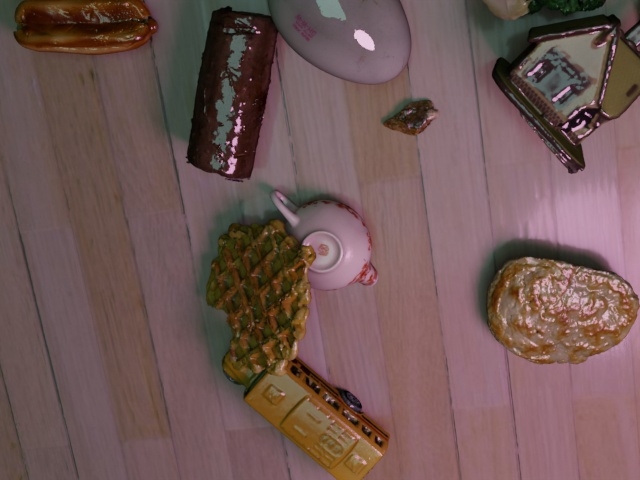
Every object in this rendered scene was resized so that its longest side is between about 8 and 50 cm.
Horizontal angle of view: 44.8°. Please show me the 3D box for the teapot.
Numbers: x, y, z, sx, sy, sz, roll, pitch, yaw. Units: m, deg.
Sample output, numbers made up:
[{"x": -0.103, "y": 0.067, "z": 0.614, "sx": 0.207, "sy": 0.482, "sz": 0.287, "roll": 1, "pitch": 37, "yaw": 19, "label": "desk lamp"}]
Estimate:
[{"x": 0.000, "y": 0.000, "z": 1.367, "sx": 0.159, "sy": 0.116, "sz": 0.245, "roll": -40, "pitch": 89, "yaw": 25, "label": "teapot"}]

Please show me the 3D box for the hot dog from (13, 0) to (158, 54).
[{"x": -0.409, "y": -0.372, "z": 1.349, "sx": 0.250, "sy": 0.068, "sz": 0.100, "roll": 1, "pitch": 93, "yaw": 5, "label": "hot dog"}]

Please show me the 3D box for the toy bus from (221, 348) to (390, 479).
[{"x": -0.033, "y": 0.302, "z": 1.422, "sx": 0.335, "sy": 0.123, "sz": 0.121, "roll": 40, "pitch": 102, "yaw": -1, "label": "toy bus"}]

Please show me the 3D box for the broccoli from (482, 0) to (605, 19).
[{"x": 0.320, "y": -0.425, "z": 1.138, "sx": 0.270, "sy": 0.270, "sz": 0.270, "roll": 35, "pitch": 62, "yaw": -1, "label": "broccoli"}]

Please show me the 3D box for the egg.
[{"x": 0.033, "y": -0.358, "z": 1.232, "sx": 0.264, "sy": 0.183, "sz": 0.183, "roll": 40, "pitch": 105, "yaw": -10, "label": "egg"}]

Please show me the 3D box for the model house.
[{"x": 0.422, "y": -0.275, "z": 1.154, "sx": 0.205, "sy": 0.218, "sz": 0.279, "roll": 46, "pitch": 117, "yaw": -5, "label": "model house"}]

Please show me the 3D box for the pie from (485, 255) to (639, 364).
[{"x": 0.408, "y": 0.120, "z": 1.339, "sx": 0.248, "sy": 0.090, "sz": 0.201, "roll": 13, "pitch": 115, "yaw": 5, "label": "pie"}]

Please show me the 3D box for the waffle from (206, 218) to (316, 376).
[{"x": -0.112, "y": 0.096, "z": 1.354, "sx": 0.291, "sy": 0.051, "sz": 0.291, "roll": -2, "pitch": 87, "yaw": 44, "label": "waffle"}]

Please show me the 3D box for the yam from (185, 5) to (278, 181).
[{"x": -0.152, "y": -0.249, "z": 1.315, "sx": 0.131, "sy": 0.131, "sz": 0.279, "roll": 13, "pitch": 103, "yaw": 5, "label": "yam"}]

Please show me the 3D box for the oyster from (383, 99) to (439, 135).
[{"x": 0.157, "y": -0.206, "z": 1.328, "sx": 0.093, "sy": 0.034, "sz": 0.051, "roll": -33, "pitch": 89, "yaw": 18, "label": "oyster"}]
